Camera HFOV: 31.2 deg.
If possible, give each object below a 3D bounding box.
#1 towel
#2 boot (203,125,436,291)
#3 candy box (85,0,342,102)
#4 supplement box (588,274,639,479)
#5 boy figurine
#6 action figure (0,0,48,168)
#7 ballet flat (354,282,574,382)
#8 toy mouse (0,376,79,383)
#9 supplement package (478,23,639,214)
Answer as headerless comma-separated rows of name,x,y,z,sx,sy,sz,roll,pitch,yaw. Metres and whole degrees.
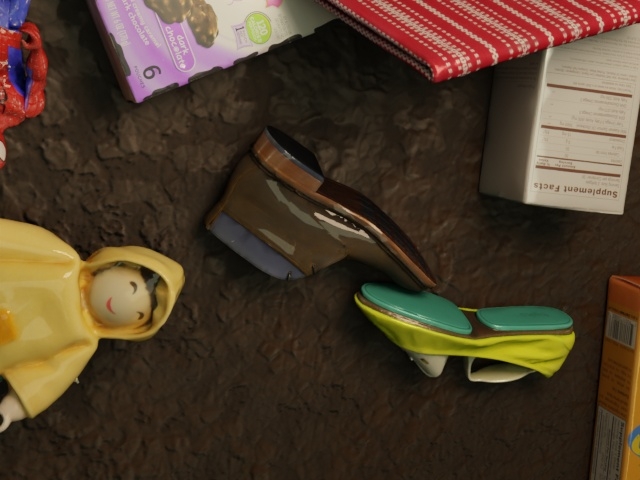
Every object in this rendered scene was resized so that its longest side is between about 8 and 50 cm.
towel,0.133,-0.204,0.948,0.274,0.199,0.031,-20,135,-32
boot,0.000,0.000,1.041,0.219,0.082,0.106,39,105,-18
candy box,-0.101,-0.228,0.966,0.196,0.070,0.165,-24,104,-12
supplement box,0.327,0.155,1.148,0.078,0.080,0.233,1,100,-14
boy figurine,-0.248,0.067,0.925,0.285,0.092,0.177,-7,97,-12
action figure,-0.259,-0.189,0.893,0.091,0.139,0.280,3,100,-7
ballet flat,0.134,0.096,1.088,0.231,0.077,0.077,8,112,-19
toy mouse,-0.298,0.066,0.974,0.143,0.031,0.161,-17,102,-14
supplement package,0.223,-0.121,1.060,0.105,0.105,0.179,5,97,-17
